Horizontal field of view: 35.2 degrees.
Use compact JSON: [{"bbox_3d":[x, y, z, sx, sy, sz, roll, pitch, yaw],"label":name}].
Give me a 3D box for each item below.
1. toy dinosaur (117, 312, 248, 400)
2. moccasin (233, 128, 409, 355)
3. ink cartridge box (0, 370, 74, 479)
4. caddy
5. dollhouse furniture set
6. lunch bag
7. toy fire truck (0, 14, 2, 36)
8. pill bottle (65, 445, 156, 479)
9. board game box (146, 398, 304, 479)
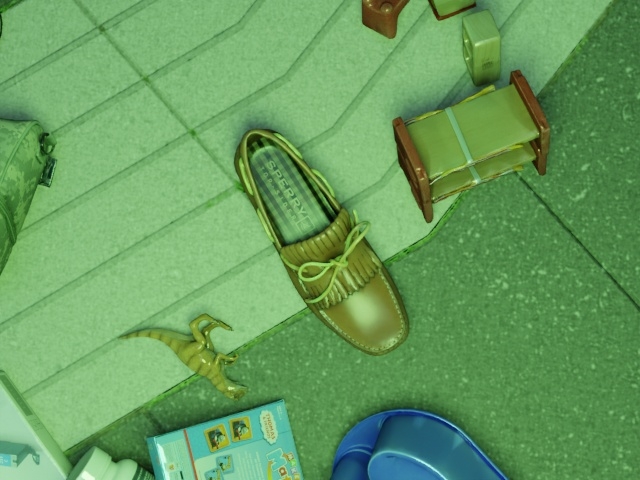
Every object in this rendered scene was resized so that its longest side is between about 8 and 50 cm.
[{"bbox_3d":[-0.193,0.159,1.506,0.211,0.064,0.112,34,88,5],"label":"toy dinosaur"},{"bbox_3d":[0.003,-0.002,1.470,0.139,0.147,0.380,-28,85,0],"label":"moccasin"},{"bbox_3d":[-0.499,0.387,1.496,0.261,0.066,0.296,-37,85,-2],"label":"ink cartridge box"},{"bbox_3d":[0.156,0.400,1.420,0.341,0.179,0.241,47,110,4],"label":"caddy"},{"bbox_3d":[0.178,-0.245,1.506,0.201,0.152,0.374,-20,68,1],"label":"dollhouse furniture set"},{"bbox_3d":[-0.568,-0.090,1.468,0.305,0.212,0.256,15,69,0],"label":"lunch bag"},{"bbox_3d":[-0.534,-0.411,1.473,0.158,0.246,0.217,7,85,3],"label":"toy fire truck"},{"bbox_3d":[-0.274,0.377,1.445,0.180,0.108,0.108,39,87,-13],"label":"pill bottle"},{"bbox_3d":[-0.130,0.332,1.448,0.211,0.039,0.160,-11,83,-31],"label":"board game box"}]
